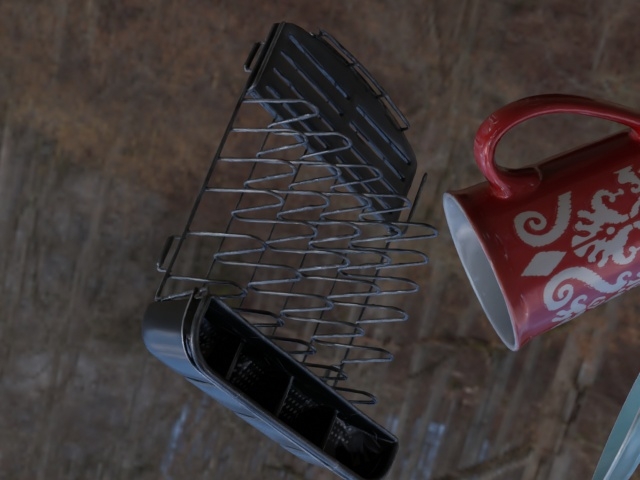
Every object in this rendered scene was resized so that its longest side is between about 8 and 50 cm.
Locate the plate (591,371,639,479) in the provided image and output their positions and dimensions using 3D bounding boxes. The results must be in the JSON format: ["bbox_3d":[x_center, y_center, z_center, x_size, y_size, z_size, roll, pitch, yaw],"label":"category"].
[{"bbox_3d":[0.275,0.144,1.081,0.024,0.188,0.188,27,-157,11],"label":"plate"}]

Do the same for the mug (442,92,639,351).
[{"bbox_3d":[0.176,-0.021,0.810,0.169,0.150,0.113,-22,-122,-3],"label":"mug"}]

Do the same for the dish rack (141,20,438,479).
[{"bbox_3d":[0.000,0.000,0.838,0.074,0.272,0.208,0,149,39],"label":"dish rack"}]
